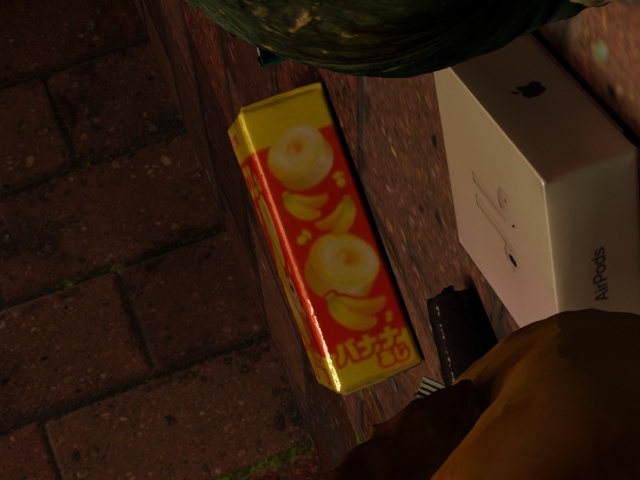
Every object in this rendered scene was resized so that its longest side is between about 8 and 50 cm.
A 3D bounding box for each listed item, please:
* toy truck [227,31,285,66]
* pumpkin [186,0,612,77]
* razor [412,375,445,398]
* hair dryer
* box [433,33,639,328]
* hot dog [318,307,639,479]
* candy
[{"bbox_3d":[-0.032,-0.232,0.957,0.116,0.110,0.216,-95,-13,-75],"label":"toy truck"},{"bbox_3d":[-0.005,-0.180,0.555,0.293,0.197,0.263,84,161,-70],"label":"pumpkin"},{"bbox_3d":[0.104,0.128,1.171,0.191,0.037,0.068,145,149,-86],"label":"razor"},{"bbox_3d":[0.116,0.152,1.009,0.197,0.089,0.251,95,161,-73],"label":"hair dryer"},{"bbox_3d":[0.106,-0.020,0.710,0.129,0.051,0.130,-119,11,-50],"label":"box"},{"bbox_3d":[0.087,0.238,0.496,0.185,0.223,0.405,119,131,-81],"label":"hot dog"},{"bbox_3d":[0.000,0.000,1.381,0.146,0.088,0.276,156,94,-84],"label":"candy"}]
